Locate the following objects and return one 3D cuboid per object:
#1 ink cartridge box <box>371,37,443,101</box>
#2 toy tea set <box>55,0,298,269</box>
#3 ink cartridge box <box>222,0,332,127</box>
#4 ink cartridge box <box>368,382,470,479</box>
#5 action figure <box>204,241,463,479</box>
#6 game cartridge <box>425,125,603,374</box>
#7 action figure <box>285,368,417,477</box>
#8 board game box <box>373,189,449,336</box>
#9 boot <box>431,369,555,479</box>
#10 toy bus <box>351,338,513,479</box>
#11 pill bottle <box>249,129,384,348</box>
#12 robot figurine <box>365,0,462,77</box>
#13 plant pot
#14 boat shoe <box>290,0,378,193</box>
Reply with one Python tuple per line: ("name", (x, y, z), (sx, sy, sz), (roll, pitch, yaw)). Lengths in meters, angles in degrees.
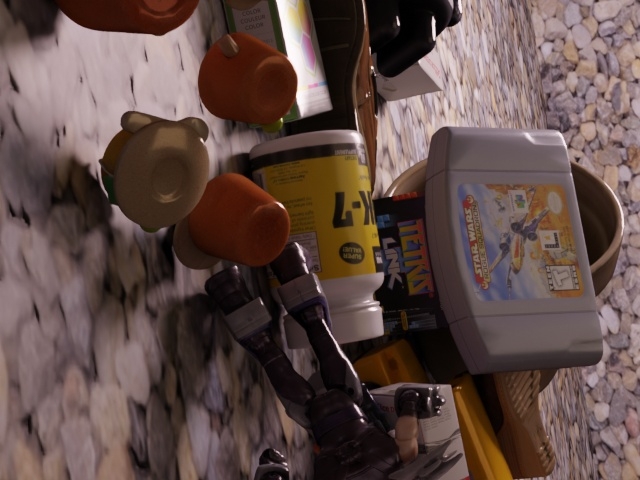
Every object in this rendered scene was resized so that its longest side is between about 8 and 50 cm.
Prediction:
("ink cartridge box", (0.107, -0.323, 1.757), (0.154, 0.093, 0.212), (23, 61, -69))
("toy tea set", (-0.116, -0.126, 0.979), (0.200, 0.124, 0.336), (-15, 118, -38))
("ink cartridge box", (-0.051, -0.228, 1.285), (0.109, 0.062, 0.209), (-31, 110, -70))
("ink cartridge box", (0.108, 0.228, 1.349), (0.056, 0.099, 0.135), (-14, 94, -33))
("action figure", (0.008, 0.140, 1.051), (0.099, 0.185, 0.285), (88, -23, -66))
("game cartridge", (0.223, 0.007, 1.449), (0.198, 0.062, 0.297), (0, 74, -31))
("action figure", (0.029, 0.265, 1.230), (0.341, 0.178, 0.330), (57, -6, 39))
("board game box", (0.107, 0.028, 1.503), (0.048, 0.141, 0.170), (1, 79, -70))
("boot", (0.177, 0.197, 1.550), (0.090, 0.207, 0.248), (-40, 122, -44))
("toy bus", (0.149, 0.275, 1.452), (0.333, 0.130, 0.108), (68, 19, 0))
("pill bottle", (0.000, 0.000, 1.236), (0.119, 0.119, 0.208), (-4, 85, -71))
("robot figurine", (0.082, -0.353, 1.578), (0.209, 0.173, 0.278), (55, 31, -62))
("plant pot", (0.242, 0.070, 1.702), (0.323, 0.323, 0.280), (-75, 167, -51))
("boat shoe", (0.008, -0.184, 1.395), (0.104, 0.110, 0.307), (-26, 116, -75))
